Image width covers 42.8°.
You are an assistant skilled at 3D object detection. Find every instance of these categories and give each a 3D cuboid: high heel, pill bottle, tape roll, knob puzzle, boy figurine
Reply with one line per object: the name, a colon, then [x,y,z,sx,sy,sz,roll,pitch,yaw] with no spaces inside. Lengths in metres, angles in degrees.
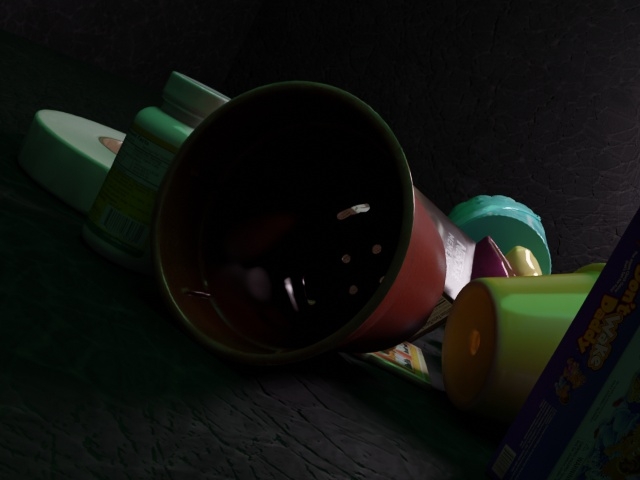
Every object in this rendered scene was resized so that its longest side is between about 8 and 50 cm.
high heel: [0.418,0.151,1.511,0.377,0.181,0.127,28,8,7]
pill bottle: [-0.170,-0.074,0.904,0.117,0.208,0.117,27,8,-4]
tape roll: [-0.235,-0.071,1.174,0.392,0.072,0.392,27,9,-4]
knob puzzle: [0.057,0.118,1.081,0.213,0.030,0.213,27,8,-4]
boy figurine: [0.439,0.127,1.665,0.177,0.092,0.285,39,-12,49]

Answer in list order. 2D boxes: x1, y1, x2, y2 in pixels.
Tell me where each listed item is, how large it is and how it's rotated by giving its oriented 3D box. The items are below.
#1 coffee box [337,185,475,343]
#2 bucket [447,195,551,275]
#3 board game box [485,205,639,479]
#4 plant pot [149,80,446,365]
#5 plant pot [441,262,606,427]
coffee box: [0.079,-0.013,1.189,0.297,0.119,0.168,41,36,-17]
bucket: [0.388,0.040,1.857,0.281,0.281,0.183,27,13,0]
board game box: [0.351,0.133,0.812,0.233,0.347,0.078,23,9,-26]
plant pot: [0.007,0.007,0.874,0.272,0.272,0.265,31,1,26]
plant pot: [0.291,0.143,1.011,0.239,0.254,0.254,10,12,-12]
